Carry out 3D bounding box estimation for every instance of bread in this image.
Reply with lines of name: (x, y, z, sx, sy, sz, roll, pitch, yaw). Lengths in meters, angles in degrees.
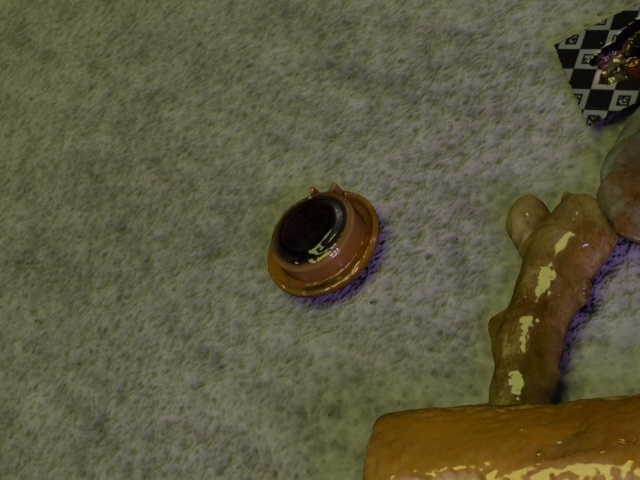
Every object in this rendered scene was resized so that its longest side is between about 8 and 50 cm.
bread: (0.215, 0.226, 0.771, 0.375, 0.165, 0.236, -11, 68, 28)

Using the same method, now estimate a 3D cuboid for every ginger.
ginger: (0.208, 0.081, 0.974, 0.118, 0.065, 0.298, -6, 56, 38)

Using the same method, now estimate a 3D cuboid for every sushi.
sushi: (0.325, -0.186, 1.117, 0.120, 0.026, 0.126, -25, 51, 16)

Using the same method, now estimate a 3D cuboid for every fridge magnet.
fridge magnet: (0.000, 0.000, 1.189, 0.143, 0.063, 0.143, -18, 48, 21)

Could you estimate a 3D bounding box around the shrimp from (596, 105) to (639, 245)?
shrimp: (0.417, -0.112, 0.952, 0.360, 0.085, 0.247, -30, 37, 6)
